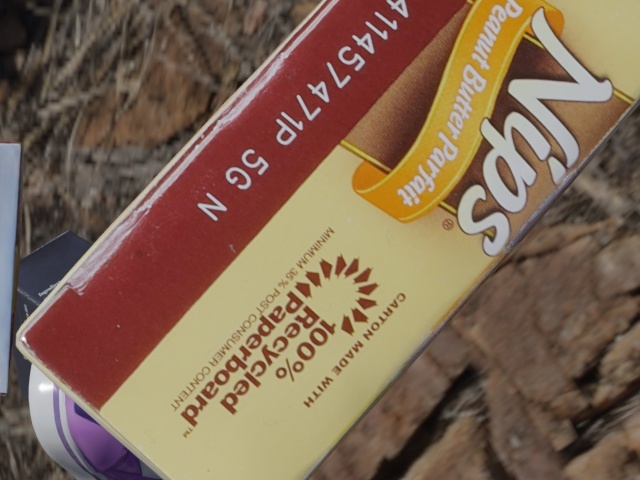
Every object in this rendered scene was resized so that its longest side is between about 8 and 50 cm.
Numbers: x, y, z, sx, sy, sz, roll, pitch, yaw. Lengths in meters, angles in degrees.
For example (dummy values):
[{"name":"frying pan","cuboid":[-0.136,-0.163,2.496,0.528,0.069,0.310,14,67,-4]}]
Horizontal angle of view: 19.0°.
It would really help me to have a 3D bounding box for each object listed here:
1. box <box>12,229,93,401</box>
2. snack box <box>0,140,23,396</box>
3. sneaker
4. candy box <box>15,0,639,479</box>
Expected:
[{"name":"box","cuboid":[-0.205,0.100,1.757,0.158,0.156,0.093,30,50,34]},{"name":"snack box","cuboid":[-0.191,0.013,1.096,0.037,0.100,0.141,4,93,-10]},{"name":"sneaker","cuboid":[-0.083,0.139,1.334,0.161,0.282,0.102,-4,74,10]},{"name":"candy box","cuboid":[0.000,0.000,0.647,0.087,0.316,0.183,43,83,0]}]
